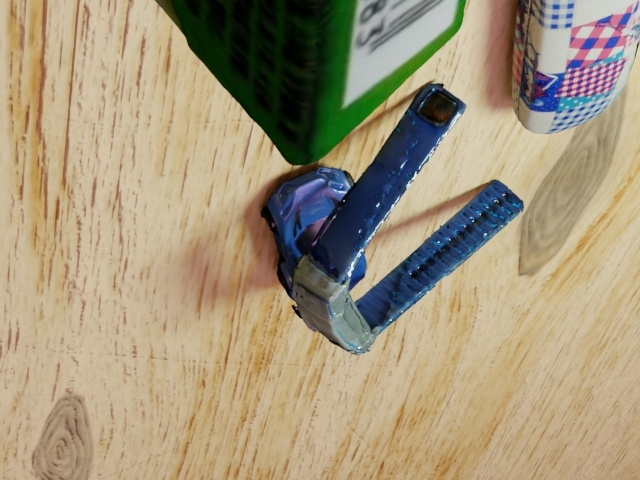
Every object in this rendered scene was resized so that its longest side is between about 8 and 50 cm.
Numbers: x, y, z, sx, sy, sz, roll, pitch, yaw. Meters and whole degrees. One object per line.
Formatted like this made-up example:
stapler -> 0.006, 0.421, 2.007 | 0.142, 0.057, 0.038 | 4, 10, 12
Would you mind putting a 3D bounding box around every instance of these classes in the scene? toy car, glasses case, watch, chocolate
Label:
toy car -> 0.000, 0.000, 1.700 | 0.103, 0.063, 0.216 | -25, 150, -8
glasses case -> 0.256, -0.217, 1.573 | 0.125, 0.076, 0.327 | -22, 149, -11
watch -> 0.092, 0.001, 1.707 | 0.274, 0.068, 0.276 | -56, 150, -7
chocolate -> -0.047, -0.286, 0.944 | 0.161, 0.341, 0.360 | -29, 152, -22
